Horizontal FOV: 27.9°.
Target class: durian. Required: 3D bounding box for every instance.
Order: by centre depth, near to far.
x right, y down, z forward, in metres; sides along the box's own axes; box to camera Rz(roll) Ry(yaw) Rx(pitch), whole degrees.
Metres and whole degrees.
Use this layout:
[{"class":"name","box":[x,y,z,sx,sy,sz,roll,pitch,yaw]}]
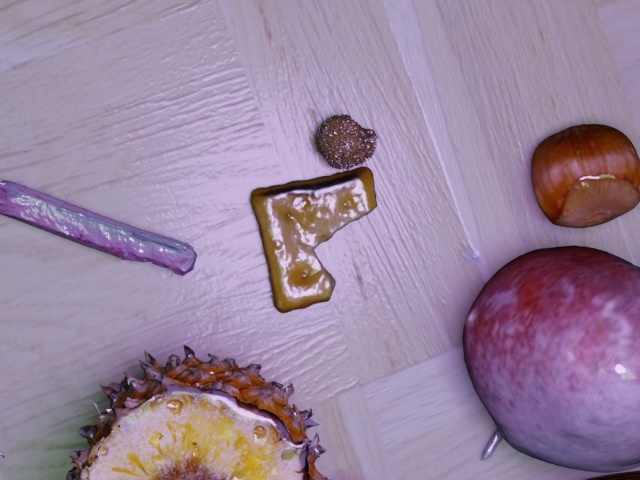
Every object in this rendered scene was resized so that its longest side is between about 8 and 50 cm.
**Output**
[{"class":"durian","box":[0.037,-0.135,1.746,0.091,0.080,0.080,-11,95,37]}]

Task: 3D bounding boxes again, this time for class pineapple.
[{"class":"pineapple","box":[-0.160,0.300,1.630,0.352,0.300,0.352,0,92,-9]}]

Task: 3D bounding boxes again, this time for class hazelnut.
[{"class":"hazelnut","box":[0.365,-0.093,1.767,0.150,0.150,0.150,0,92,-7]}]

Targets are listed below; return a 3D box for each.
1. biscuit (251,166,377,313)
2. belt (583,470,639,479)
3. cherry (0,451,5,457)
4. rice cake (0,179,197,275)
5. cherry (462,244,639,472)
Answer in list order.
[{"class":"biscuit","box":[0.000,0.000,1.771,0.174,0.039,0.183,-9,94,-9]},{"class":"belt","box":[0.495,0.389,1.760,0.338,0.217,0.122,-4,92,-5]},{"class":"cherry","box":[-0.550,0.233,1.635,0.266,0.183,0.213,-16,80,6]},{"class":"rice cake","box":[-0.302,-0.015,1.710,0.290,0.081,0.051,20,77,-8]},{"class":"cherry","box":[0.359,0.165,1.694,0.291,0.335,0.326,-49,121,-19]}]
